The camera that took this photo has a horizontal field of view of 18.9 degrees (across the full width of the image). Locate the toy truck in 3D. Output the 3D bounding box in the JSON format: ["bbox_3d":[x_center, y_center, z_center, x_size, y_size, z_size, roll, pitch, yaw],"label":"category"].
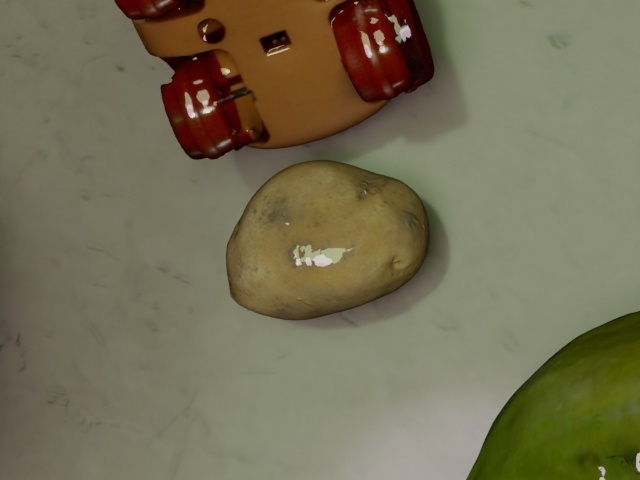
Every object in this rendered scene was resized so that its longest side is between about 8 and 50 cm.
[{"bbox_3d":[-0.042,-0.209,1.344,0.189,0.239,0.265,-18,121,10],"label":"toy truck"}]

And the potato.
[{"bbox_3d":[0.003,0.000,1.336,0.147,0.112,0.112,-12,81,2],"label":"potato"}]

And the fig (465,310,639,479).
[{"bbox_3d":[0.194,0.164,1.212,0.314,0.233,0.233,-18,80,4],"label":"fig"}]
